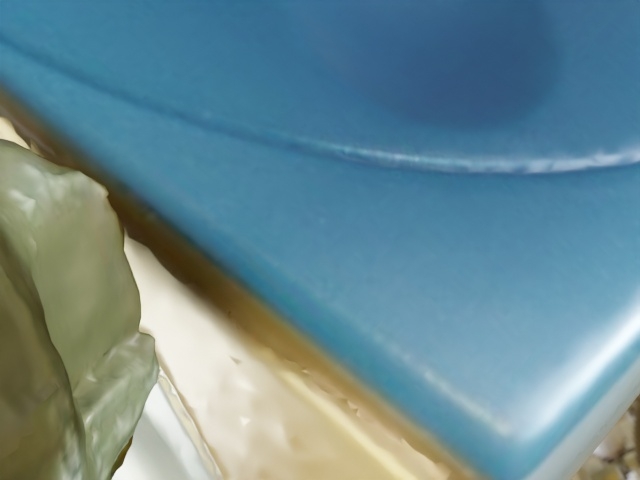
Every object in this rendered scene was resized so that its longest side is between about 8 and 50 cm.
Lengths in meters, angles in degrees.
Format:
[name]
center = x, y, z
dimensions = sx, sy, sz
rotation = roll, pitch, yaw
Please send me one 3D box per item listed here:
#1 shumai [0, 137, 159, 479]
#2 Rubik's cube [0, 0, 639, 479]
[shumai]
center = -0.205, 0.074, 0.404
dimensions = 0.324, 0.397, 0.323
rotation = 24, -150, 17
[Rubik's cube]
center = 0.000, 0.000, 0.735
dimensions = 0.351, 0.352, 0.347
rotation = -46, 169, -37
